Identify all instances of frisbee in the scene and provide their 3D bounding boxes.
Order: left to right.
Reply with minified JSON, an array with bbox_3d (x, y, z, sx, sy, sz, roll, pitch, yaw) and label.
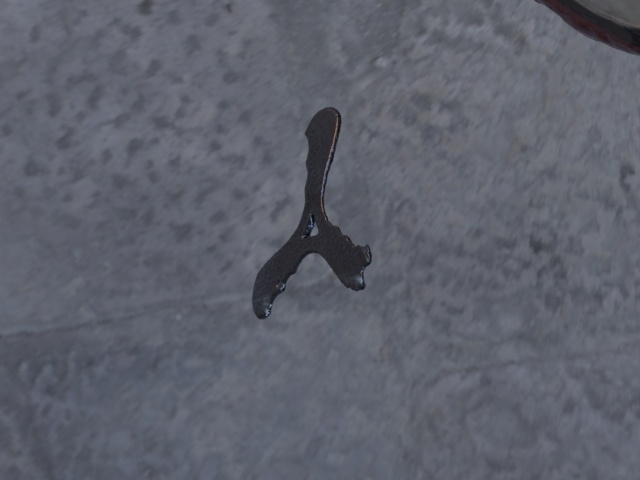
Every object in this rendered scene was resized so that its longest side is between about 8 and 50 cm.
[{"bbox_3d":[0.000,0.000,1.251,0.012,0.187,0.211,13,108,-30],"label":"frisbee"}]

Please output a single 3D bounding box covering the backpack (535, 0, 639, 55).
[{"bbox_3d":[0.225,-0.251,0.985,0.229,0.139,0.229,1,105,5],"label":"backpack"}]
